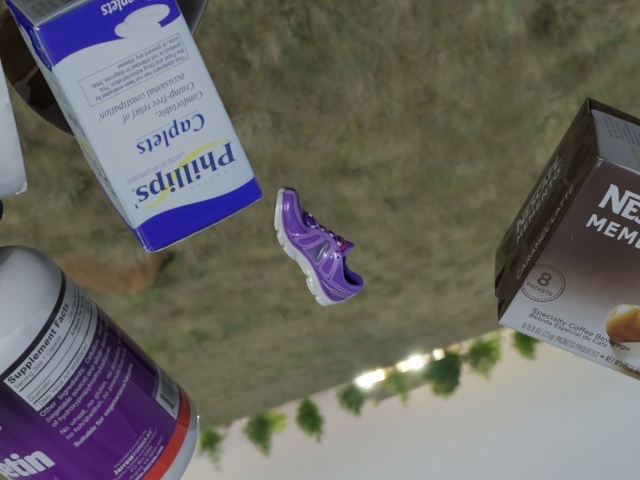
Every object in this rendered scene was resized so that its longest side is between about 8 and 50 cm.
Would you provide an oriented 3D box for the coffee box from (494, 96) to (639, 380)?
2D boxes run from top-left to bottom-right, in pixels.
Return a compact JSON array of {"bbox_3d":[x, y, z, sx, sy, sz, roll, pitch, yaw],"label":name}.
[{"bbox_3d":[0.256,0.024,0.763,0.098,0.246,0.141,-76,-169,-58],"label":"coffee box"}]

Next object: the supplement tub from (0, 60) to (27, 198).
[{"bbox_3d":[-0.408,-0.095,0.858,0.331,0.241,0.241,-15,172,-16],"label":"supplement tub"}]

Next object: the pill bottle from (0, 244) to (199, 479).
[{"bbox_3d":[-0.275,0.131,1.114,0.181,0.323,0.181,-27,-146,20],"label":"pill bottle"}]

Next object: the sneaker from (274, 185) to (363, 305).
[{"bbox_3d":[0.000,0.000,1.410,0.071,0.170,0.068,-20,-152,23],"label":"sneaker"}]

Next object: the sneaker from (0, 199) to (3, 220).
[{"bbox_3d":[-0.399,-0.100,1.183,0.124,0.180,0.321,-33,151,-40],"label":"sneaker"}]

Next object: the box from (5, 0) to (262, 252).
[{"bbox_3d":[-0.106,-0.080,0.638,0.072,0.137,0.126,-29,-154,-10],"label":"box"}]

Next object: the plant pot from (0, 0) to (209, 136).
[{"bbox_3d":[-0.236,-0.269,1.381,0.230,0.215,0.215,-38,164,32],"label":"plant pot"}]
